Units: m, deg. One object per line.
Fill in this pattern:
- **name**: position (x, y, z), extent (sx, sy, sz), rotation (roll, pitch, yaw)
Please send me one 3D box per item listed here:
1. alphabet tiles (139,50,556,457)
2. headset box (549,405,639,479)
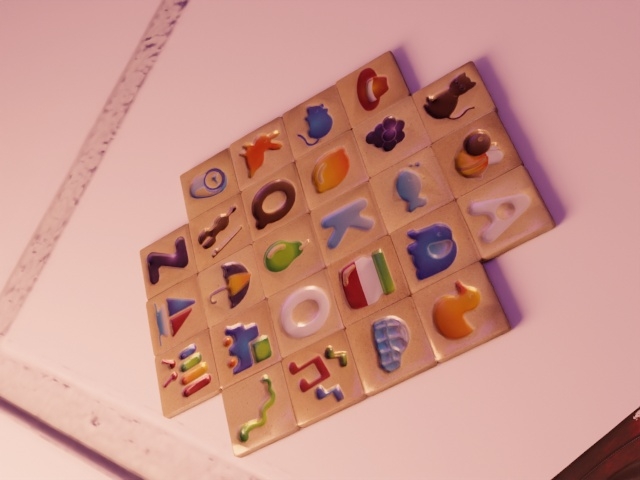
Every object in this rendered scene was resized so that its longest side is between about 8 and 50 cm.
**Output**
- **alphabet tiles**: position (0.000, 0.000, 0.693), extent (0.343, 0.011, 0.285), rotation (-28, 53, 15)
- **headset box**: position (0.173, 0.157, 0.325), extent (0.218, 0.293, 0.110), rotation (-42, 89, 6)
